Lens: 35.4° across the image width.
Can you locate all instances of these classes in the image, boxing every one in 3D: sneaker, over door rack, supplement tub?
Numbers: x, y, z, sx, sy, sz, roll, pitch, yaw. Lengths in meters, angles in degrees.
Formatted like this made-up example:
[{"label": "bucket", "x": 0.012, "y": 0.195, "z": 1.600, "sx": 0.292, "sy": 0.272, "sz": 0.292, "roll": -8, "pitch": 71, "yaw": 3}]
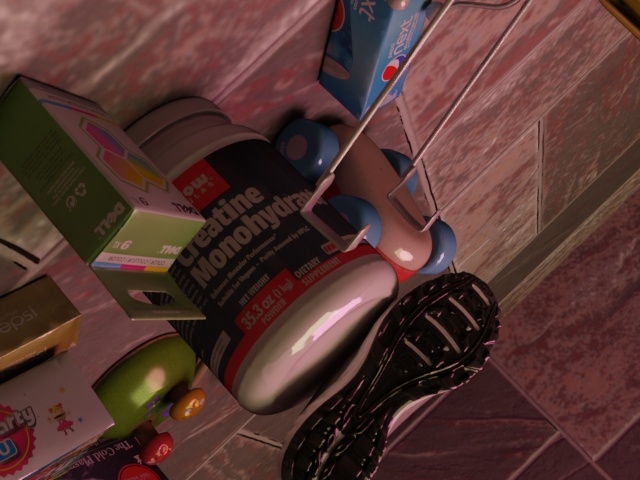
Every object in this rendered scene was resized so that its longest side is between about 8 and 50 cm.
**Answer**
[{"label": "sneaker", "x": 0.057, "y": 0.130, "z": 0.940, "sx": 0.271, "sy": 0.100, "sz": 0.108, "roll": -43, "pitch": -175, "yaw": -12}, {"label": "over door rack", "x": 0.089, "y": -0.161, "z": 0.910, "sx": 0.239, "sy": 0.108, "sz": 0.324, "roll": -14, "pitch": 130, "yaw": -65}, {"label": "supplement tub", "x": -0.076, "y": 0.012, "z": 0.961, "sx": 0.191, "sy": 0.272, "sz": 0.191, "roll": -38, "pitch": 159, "yaw": -17}]

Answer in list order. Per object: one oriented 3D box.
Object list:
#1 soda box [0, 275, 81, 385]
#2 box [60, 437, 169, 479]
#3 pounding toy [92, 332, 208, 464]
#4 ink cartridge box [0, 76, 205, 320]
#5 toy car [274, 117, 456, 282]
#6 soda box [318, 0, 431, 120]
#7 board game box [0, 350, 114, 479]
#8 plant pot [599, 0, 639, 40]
[{"label": "soda box", "x": -0.325, "y": 0.107, "z": 0.976, "sx": 0.181, "sy": 0.061, "sz": 0.058, "roll": -30, "pitch": 155, "yaw": -35}, {"label": "box", "x": -0.319, "y": 0.444, "z": 1.296, "sx": 0.343, "sy": 0.312, "sz": 0.179, "roll": -15, "pitch": 145, "yaw": -55}, {"label": "pounding toy", "x": -0.202, "y": 0.220, "z": 1.375, "sx": 0.237, "sy": 0.110, "sz": 0.183, "roll": -23, "pitch": 151, "yaw": -45}, {"label": "ink cartridge box", "x": -0.164, "y": -0.031, "z": 0.796, "sx": 0.062, "sy": 0.209, "sz": 0.109, "roll": -48, "pitch": 160, "yaw": 12}, {"label": "toy car", "x": 0.000, "y": 0.000, "z": 1.229, "sx": 0.238, "sy": 0.210, "sz": 0.219, "roll": -39, "pitch": 153, "yaw": 25}, {"label": "soda box", "x": 0.060, "y": -0.227, "z": 1.046, "sx": 0.067, "sy": 0.071, "sz": 0.210, "roll": -34, "pitch": 158, "yaw": -30}, {"label": "board game box", "x": -0.373, "y": 0.252, "z": 1.028, "sx": 0.224, "sy": 0.097, "sz": 0.303, "roll": -27, "pitch": 168, "yaw": -42}, {"label": "plant pot", "x": 0.566, "y": -0.393, "z": 1.496, "sx": 0.228, "sy": 0.227, "sz": 0.207, "roll": -38, "pitch": 165, "yaw": -17}]
